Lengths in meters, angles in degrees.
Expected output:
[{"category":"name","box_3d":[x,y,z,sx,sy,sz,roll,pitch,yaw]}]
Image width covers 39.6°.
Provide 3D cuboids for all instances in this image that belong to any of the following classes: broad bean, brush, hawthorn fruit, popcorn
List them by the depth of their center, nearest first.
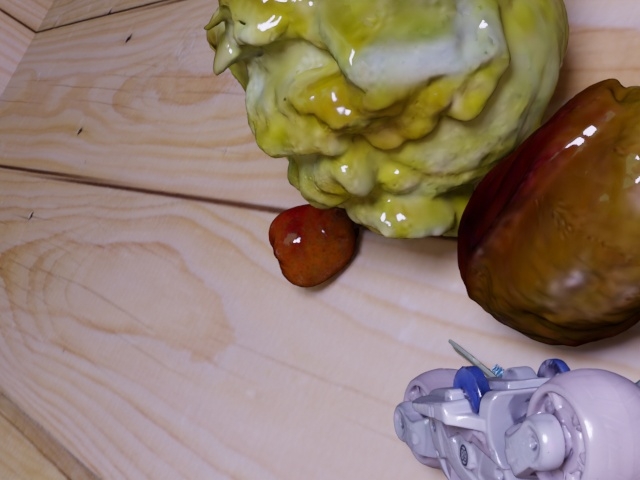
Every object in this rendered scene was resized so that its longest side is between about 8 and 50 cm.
[{"category":"broad bean","box_3d":[0.169,-0.014,0.573,0.156,0.122,0.228,-65,8,-21]},{"category":"brush","box_3d":[0.125,0.096,0.673,0.013,0.016,0.083,-46,35,-5]},{"category":"popcorn","box_3d":[0.054,-0.158,0.723,0.312,0.312,0.312,-31,43,34]},{"category":"hawthorn fruit","box_3d":[0.000,0.000,0.861,0.093,0.081,0.081,-21,41,0]}]

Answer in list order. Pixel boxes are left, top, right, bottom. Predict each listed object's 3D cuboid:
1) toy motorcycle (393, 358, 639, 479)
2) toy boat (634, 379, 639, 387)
[{"category":"toy motorcycle","box_3d":[0.117,0.130,0.553,0.112,0.112,0.254,-68,12,-15]},{"category":"toy boat","box_3d":[0.227,0.086,0.496,0.282,0.096,0.206,-45,28,33]}]
